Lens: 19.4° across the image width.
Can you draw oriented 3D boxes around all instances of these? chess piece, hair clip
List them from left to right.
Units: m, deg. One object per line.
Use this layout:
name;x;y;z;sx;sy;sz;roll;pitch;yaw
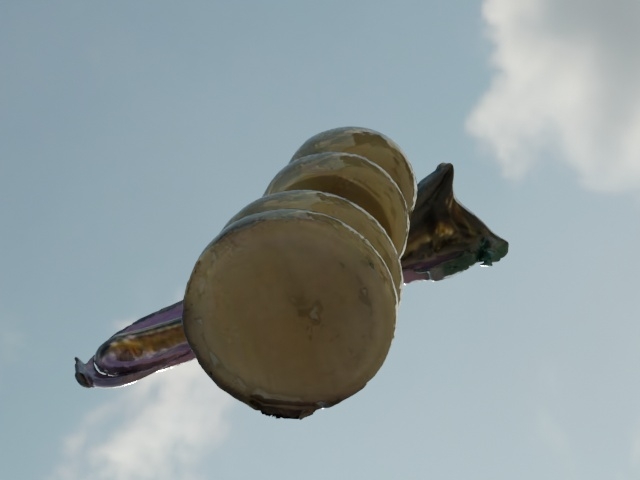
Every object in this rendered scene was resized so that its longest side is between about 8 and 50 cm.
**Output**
hair clip;-0.029;0.039;1.499;0.358;0.110;0.096;-24;-38;-8
chess piece;0.000;0.000;1.295;0.261;0.142;0.143;-68;-31;-64
